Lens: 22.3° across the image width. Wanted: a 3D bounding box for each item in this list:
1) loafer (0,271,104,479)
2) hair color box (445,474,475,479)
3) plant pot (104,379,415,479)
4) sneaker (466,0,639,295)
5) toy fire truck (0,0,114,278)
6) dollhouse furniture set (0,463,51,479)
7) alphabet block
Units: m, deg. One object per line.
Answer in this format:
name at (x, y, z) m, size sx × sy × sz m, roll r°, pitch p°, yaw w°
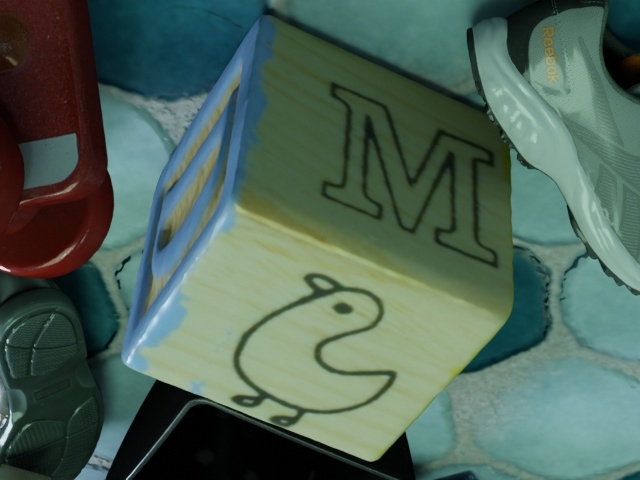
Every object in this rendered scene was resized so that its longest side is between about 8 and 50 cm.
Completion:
loafer at (-0.234, 0.109, 1.330) m, size 0.096 × 0.084 × 0.267 m, roll -17°, pitch 144°, yaw -21°
hair color box at (0.018, 0.342, 1.501) m, size 0.347 × 0.105 × 0.174 m, roll -18°, pitch 131°, yaw 22°
plant pot at (-0.049, 0.145, 1.267) m, size 0.188 × 0.167 × 0.187 m, roll 24°, pitch 130°, yaw -19°
sneaker at (0.206, -0.058, 1.089) m, size 0.108 × 0.100 × 0.271 m, roll -27°, pitch 126°, yaw 23°
toy fire truck at (-0.275, -0.097, 1.027) m, size 0.302 × 0.254 × 0.169 m, roll -9°, pitch 172°, yaw 16°
dollhouse furniture set at (-0.283, 0.301, 1.366) m, size 0.242 × 0.161 × 0.212 m, roll 16°, pitch 149°, yaw 0°
alphabet block at (0.000, 0.000, 1.101) m, size 0.197 × 0.193 × 0.192 m, roll 22°, pitch 135°, yaw -16°
